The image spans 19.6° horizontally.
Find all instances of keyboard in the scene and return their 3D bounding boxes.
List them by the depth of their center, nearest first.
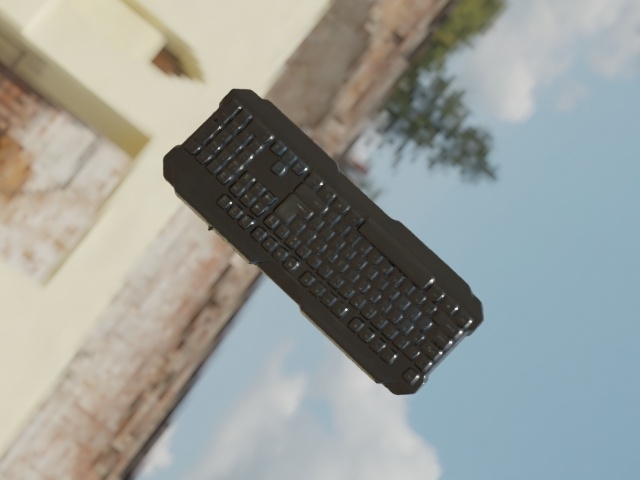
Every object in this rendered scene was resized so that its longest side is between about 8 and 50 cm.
[{"bbox_3d":[0.000,0.000,1.394,0.106,0.262,0.016,-46,171,-8],"label":"keyboard"}]
